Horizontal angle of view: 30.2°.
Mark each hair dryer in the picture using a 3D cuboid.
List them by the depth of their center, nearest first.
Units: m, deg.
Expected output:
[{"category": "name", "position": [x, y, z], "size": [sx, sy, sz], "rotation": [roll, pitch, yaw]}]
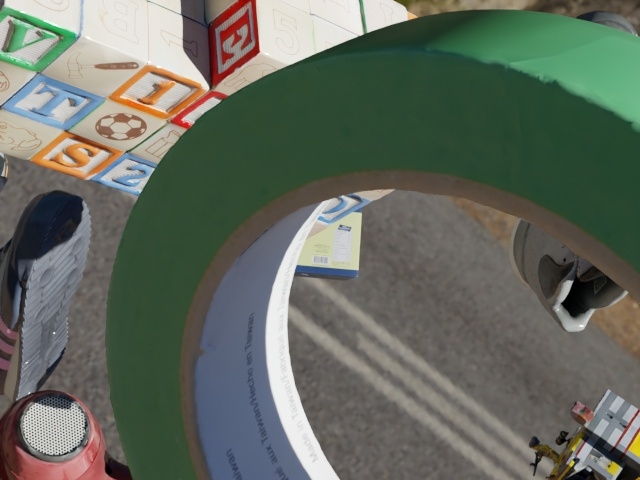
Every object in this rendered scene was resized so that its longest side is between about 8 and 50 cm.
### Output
[{"category": "hair dryer", "position": [-0.142, 0.191, 0.871], "size": [0.223, 0.293, 0.080], "rotation": [55, 45, -32]}]

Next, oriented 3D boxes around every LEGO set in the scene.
[{"category": "LEGO set", "position": [0.240, 0.296, 1.110], "size": [0.192, 0.255, 0.331], "rotation": [35, -23, 14]}]

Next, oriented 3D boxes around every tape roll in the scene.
[{"category": "tape roll", "position": [0.062, 0.074, 0.469], "size": [0.321, 0.321, 0.077], "rotation": [51, 38, 5]}]

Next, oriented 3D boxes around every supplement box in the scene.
[{"category": "supplement box", "position": [0.000, 0.000, 1.368], "size": [0.083, 0.083, 0.056], "rotation": [6, -8, -12]}]

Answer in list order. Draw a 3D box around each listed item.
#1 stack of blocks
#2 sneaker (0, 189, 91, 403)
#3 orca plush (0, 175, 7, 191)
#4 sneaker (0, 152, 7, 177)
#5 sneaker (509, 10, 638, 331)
[{"category": "stack of blocks", "position": [-0.076, -0.101, 0.713], "size": [0.297, 0.171, 0.087], "rotation": [18, 55, -38]}, {"category": "sneaker", "position": [-0.328, 0.048, 1.228], "size": [0.131, 0.319, 0.112], "rotation": [33, 44, 8]}, {"category": "orca plush", "position": [-0.320, -0.108, 0.723], "size": [0.287, 0.151, 0.102], "rotation": [34, -10, -23]}, {"category": "sneaker", "position": [-0.470, -0.161, 1.610], "size": [0.084, 0.083, 0.215], "rotation": [-7, 76, -26]}, {"category": "sneaker", "position": [0.197, -0.036, 0.836], "size": [0.086, 0.229, 0.132], "rotation": [0, 30, -7]}]
